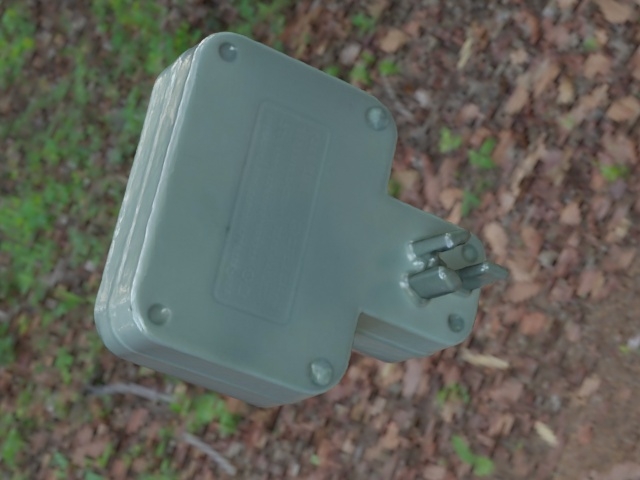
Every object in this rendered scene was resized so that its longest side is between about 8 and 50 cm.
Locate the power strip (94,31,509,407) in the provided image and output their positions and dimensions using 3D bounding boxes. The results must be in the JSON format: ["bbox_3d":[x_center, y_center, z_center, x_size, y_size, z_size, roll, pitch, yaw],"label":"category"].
[{"bbox_3d":[0.000,0.000,1.001,0.141,0.261,0.229,-22,51,57],"label":"power strip"}]
